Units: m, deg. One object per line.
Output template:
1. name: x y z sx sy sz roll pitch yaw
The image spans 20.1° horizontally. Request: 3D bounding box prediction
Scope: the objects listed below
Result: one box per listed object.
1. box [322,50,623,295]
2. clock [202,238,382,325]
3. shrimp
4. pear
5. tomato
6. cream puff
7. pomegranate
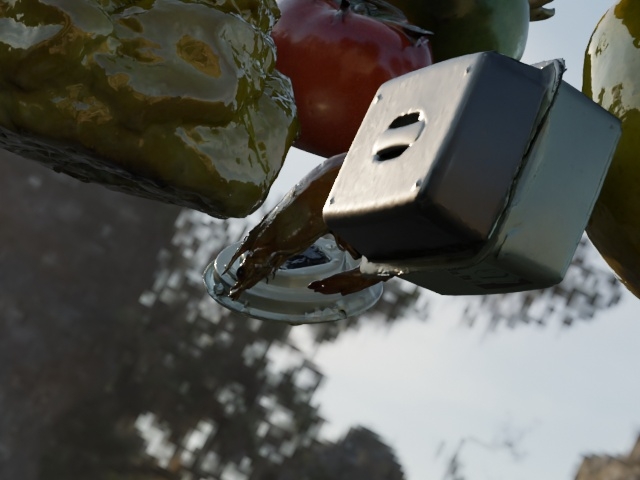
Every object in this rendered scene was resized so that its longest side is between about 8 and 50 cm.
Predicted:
1. box: 0.139 -0.061 1.739 0.166 0.220 0.290 29 -15 -19
2. clock: -0.036 0.038 2.362 0.236 0.053 0.236 1 24 -1
3. shrimp: 0.000 0.000 2.004 0.150 0.249 0.068 62 24 5
4. pear: 0.432 -0.084 1.853 0.362 0.362 0.418 58 8 -66
5. tomato: 0.028 -0.221 2.374 0.256 0.224 0.256 13 17 -4
6. cream puff: -0.149 -0.168 1.463 0.291 0.257 0.324 12 -8 29
7. pomegranate: 0.216 -0.347 2.620 0.359 0.309 0.216 -13 6 -30
